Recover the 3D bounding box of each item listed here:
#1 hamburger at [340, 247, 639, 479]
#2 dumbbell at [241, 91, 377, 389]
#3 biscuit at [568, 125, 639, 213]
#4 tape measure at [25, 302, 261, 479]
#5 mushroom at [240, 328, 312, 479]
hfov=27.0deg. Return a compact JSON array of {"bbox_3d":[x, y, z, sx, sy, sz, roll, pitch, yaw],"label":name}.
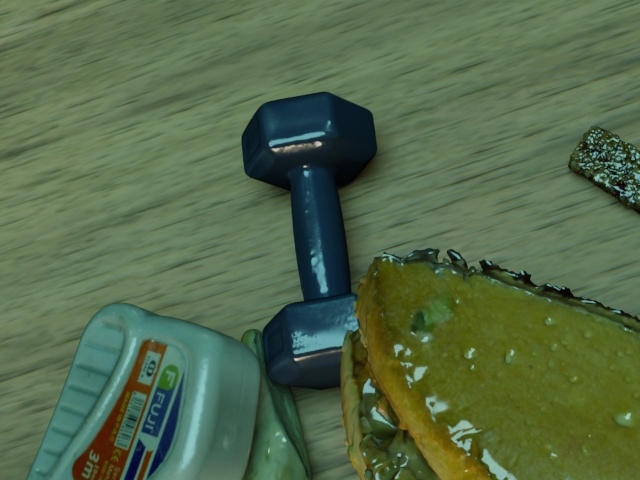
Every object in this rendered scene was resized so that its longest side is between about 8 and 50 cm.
[{"bbox_3d":[0.203,0.221,1.252,0.446,0.268,0.287,21,53,-2],"label":"hamburger"},{"bbox_3d":[0.000,0.000,1.487,0.144,0.160,0.324,-21,66,34],"label":"dumbbell"},{"bbox_3d":[0.369,-0.055,1.481,0.199,0.034,0.064,35,83,21],"label":"biscuit"},{"bbox_3d":[-0.182,0.202,1.423,0.246,0.125,0.243,13,81,36],"label":"tape measure"},{"bbox_3d":[-0.058,0.257,1.441,0.107,0.087,0.333,-10,65,33],"label":"mushroom"}]
